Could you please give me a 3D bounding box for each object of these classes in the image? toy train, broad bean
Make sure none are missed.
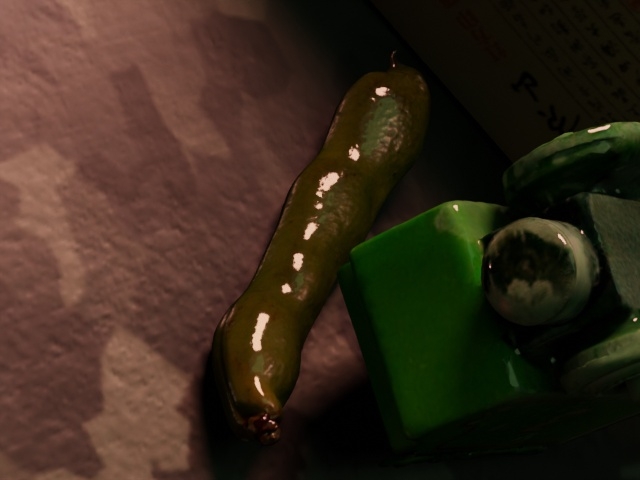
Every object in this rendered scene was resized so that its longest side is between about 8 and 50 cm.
[{"bbox_3d":[0.125,0.033,0.927,0.243,0.188,0.132,7,61,-57],"label":"toy train"},{"bbox_3d":[0.000,0.000,0.960,0.052,0.053,0.256,58,43,-37],"label":"broad bean"}]

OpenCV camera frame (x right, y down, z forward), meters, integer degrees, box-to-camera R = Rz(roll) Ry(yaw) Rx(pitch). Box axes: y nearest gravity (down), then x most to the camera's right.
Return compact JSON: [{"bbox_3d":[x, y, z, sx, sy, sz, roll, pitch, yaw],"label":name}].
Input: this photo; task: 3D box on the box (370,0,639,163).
[{"bbox_3d":[0.111,-0.164,1.012,0.365,0.205,0.051,48,50,-10],"label":"box"}]
